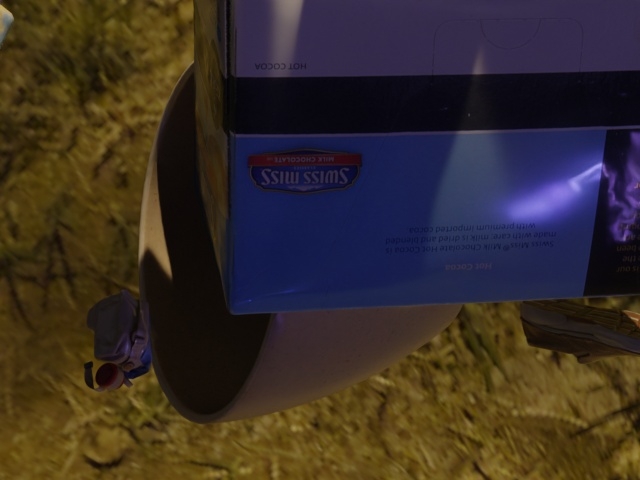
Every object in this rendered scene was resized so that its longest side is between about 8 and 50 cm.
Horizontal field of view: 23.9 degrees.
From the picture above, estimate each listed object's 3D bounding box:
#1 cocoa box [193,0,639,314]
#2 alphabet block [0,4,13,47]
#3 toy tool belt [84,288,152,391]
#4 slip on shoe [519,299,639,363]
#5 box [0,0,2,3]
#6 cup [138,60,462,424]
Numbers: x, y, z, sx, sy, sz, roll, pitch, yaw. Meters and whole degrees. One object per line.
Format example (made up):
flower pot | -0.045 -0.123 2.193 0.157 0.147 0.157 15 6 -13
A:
cocoa box | 0.091 -0.101 1.043 0.347 0.228 0.231 -2 25 -10
alphabet block | -0.463 -0.211 1.501 0.193 0.197 0.192 15 74 35
toy tool belt | -0.145 0.082 1.138 0.052 0.051 0.083 -22 51 25
slip on shoe | 0.213 0.077 1.180 0.135 0.051 0.041 13 110 40
box | -0.288 -0.112 0.929 0.094 0.275 0.113 51 47 3
cup | 0.000 0.000 1.380 0.237 0.331 0.331 2 62 -27
